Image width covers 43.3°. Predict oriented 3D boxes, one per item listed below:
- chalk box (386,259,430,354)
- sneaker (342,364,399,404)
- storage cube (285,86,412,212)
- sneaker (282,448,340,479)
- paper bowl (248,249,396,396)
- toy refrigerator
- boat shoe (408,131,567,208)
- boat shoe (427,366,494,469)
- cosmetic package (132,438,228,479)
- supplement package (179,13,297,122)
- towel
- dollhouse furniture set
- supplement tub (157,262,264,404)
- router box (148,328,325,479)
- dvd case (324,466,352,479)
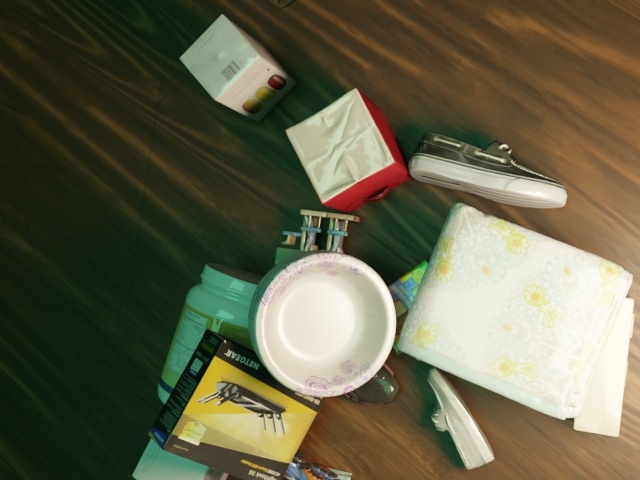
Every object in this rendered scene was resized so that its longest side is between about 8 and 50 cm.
[{"bbox_3d":[0.225,0.127,1.709,0.213,0.132,0.132,-36,77,14],"label":"chalk box"},{"bbox_3d":[0.025,0.283,1.746,0.281,0.162,0.106,23,94,17],"label":"sneaker"},{"bbox_3d":[0.068,-0.188,1.743,0.184,0.193,0.215,-29,78,14],"label":"storage cube"},{"bbox_3d":[-0.064,0.521,1.799,0.221,0.083,0.087,28,104,27],"label":"sneaker"},{"bbox_3d":[-0.003,0.160,1.613,0.284,0.148,0.284,-1,92,-13],"label":"paper bowl"},{"bbox_3d":[0.568,0.244,1.611,0.094,0.102,0.269,6,88,18],"label":"toy refrigerator"},{"bbox_3d":[0.355,-0.156,1.688,0.335,0.121,0.119,16,81,11],"label":"boat shoe"},{"bbox_3d":[0.278,0.380,1.706,0.081,0.079,0.227,-32,81,9],"label":"boat shoe"},{"bbox_3d":[-0.293,0.490,1.823,0.151,0.184,0.151,29,95,17],"label":"cosmetic package"},{"bbox_3d":[-0.176,-0.377,1.801,0.139,0.244,0.134,-43,75,12],"label":"supplement package"},{"bbox_3d":[0.374,0.139,1.563,0.374,0.090,0.320,22,92,10],"label":"towel"},{"bbox_3d":[0.000,0.000,1.758,0.129,0.184,0.129,7,89,18],"label":"dollhouse furniture set"},{"bbox_3d":[-0.211,0.227,1.789,0.228,0.228,0.316,19,93,17],"label":"supplement tub"},{"bbox_3d":[-0.162,0.354,1.665,0.081,0.309,0.243,21,81,54],"label":"router box"},{"bbox_3d":[0.021,0.574,1.810,0.087,0.013,0.119,9,88,18],"label":"dvd case"}]
